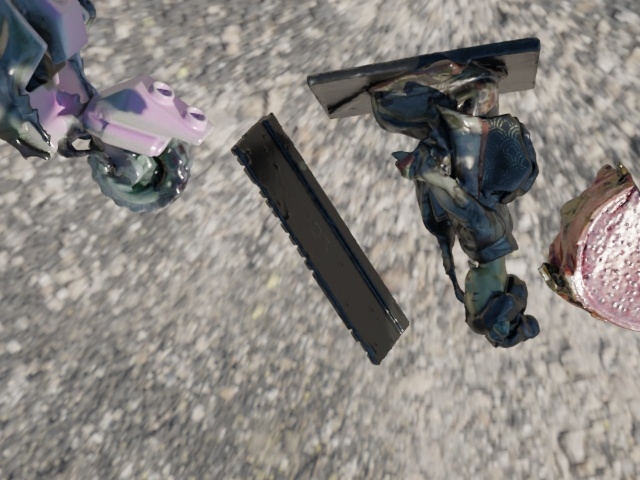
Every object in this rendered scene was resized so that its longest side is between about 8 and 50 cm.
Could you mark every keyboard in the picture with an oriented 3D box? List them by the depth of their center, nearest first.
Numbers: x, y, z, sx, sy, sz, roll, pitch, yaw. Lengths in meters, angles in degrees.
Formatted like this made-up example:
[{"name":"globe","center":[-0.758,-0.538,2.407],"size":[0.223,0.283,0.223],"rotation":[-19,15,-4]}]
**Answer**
[{"name":"keyboard","center":[0.000,0.000,1.108],"size":[0.018,0.060,0.195],"rotation":[-25,104,36]}]

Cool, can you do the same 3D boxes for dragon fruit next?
[{"name":"dragon fruit","center":[0.230,0.012,1.291],"size":[0.096,0.102,0.147],"rotation":[-14,93,5]}]

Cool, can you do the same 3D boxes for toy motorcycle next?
[{"name":"toy motorcycle","center":[-0.241,-0.170,1.407],"size":[0.327,0.143,0.188],"rotation":[36,122,0]}]

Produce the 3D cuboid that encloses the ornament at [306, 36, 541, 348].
[{"name":"ornament","center":[0.086,-0.021,1.019],"size":[0.153,0.166,0.196],"rotation":[-10,84,6]}]
